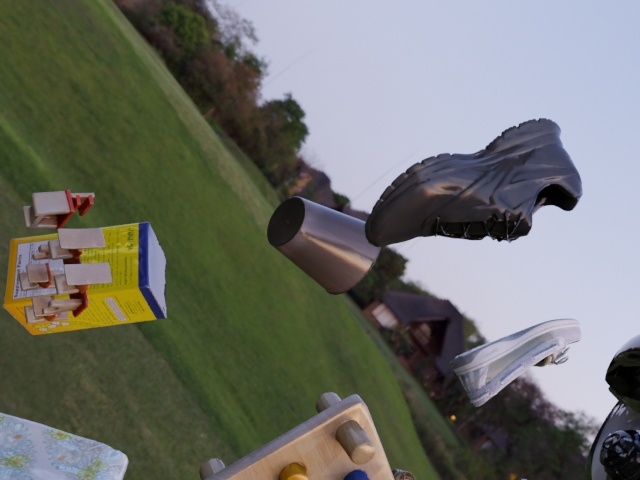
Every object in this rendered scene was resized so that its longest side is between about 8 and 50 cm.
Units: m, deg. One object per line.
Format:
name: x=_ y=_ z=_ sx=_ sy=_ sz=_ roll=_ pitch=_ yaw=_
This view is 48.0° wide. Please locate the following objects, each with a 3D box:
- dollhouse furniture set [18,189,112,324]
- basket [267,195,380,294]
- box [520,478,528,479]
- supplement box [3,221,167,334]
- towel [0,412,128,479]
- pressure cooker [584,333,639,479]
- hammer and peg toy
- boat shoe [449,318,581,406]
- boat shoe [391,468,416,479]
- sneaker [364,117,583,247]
dollhouse furniture set: x=-0.526 y=0.028 z=1.507 sx=0.262 sy=0.135 sz=0.259 roll=-33 pitch=-112 yaw=46
basket: x=0.000 y=0.000 z=1.686 sx=0.227 sy=0.204 sz=0.154 roll=31 pitch=16 yaw=-38
box: x=0.456 y=0.548 z=1.206 sx=0.262 sy=0.126 sz=0.231 roll=29 pitch=5 yaw=-23
supplement box: x=-0.593 y=0.101 z=1.847 sx=0.195 sy=0.357 sz=0.194 roll=85 pitch=-2 yaw=-60
towel: x=-0.653 y=0.546 z=1.633 sx=0.375 sy=0.090 sz=0.320 roll=21 pitch=23 yaw=-8
pressure cooker: x=0.497 y=0.259 z=0.752 sx=0.420 sy=0.375 sz=0.370 roll=44 pitch=-45 yaw=2
hammer and peg toy: x=0.002 y=0.403 z=1.024 sx=0.127 sy=0.266 sz=0.361 roll=43 pitch=-22 yaw=57
boat shoe: x=0.400 y=0.233 z=1.424 sx=0.118 sy=0.321 sz=0.103 roll=-39 pitch=-112 yaw=54
boat shoe: x=0.152 y=0.457 z=1.209 sx=0.049 sy=0.056 sz=0.152 roll=172 pitch=-93 yaw=-80
sneaker: x=0.194 y=-0.048 z=0.896 sx=0.109 sy=0.286 sz=0.130 roll=70 pitch=-4 yaw=-68
